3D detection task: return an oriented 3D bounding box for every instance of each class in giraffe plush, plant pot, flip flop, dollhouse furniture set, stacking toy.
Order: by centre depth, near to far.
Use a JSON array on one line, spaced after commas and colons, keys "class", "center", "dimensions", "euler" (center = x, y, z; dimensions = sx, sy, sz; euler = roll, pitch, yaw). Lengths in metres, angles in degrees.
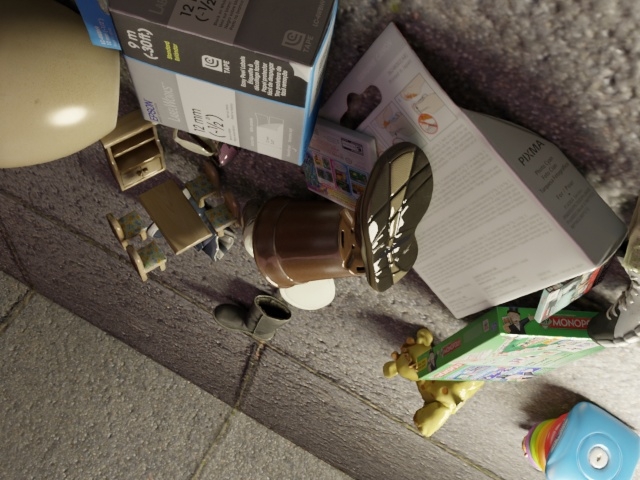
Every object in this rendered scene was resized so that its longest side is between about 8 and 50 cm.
[{"class": "flip flop", "center": [0.089, -0.030, 0.947], "dimensions": [0.080, 0.112, 0.277], "euler": [50, 161, 30]}, {"class": "plant pot", "center": [-0.423, -0.252, 1.081], "dimensions": [0.191, 0.284, 0.284], "euler": [1, 161, -20]}, {"class": "plant pot", "center": [0.000, 0.000, 1.156], "dimensions": [0.165, 0.167, 0.167], "euler": [-2, 139, 35]}, {"class": "dollhouse furniture set", "center": [-0.292, -0.094, 1.232], "dimensions": [0.242, 0.212, 0.161], "euler": [53, 160, 18]}, {"class": "stacking toy", "center": [0.493, 0.429, 1.405], "dimensions": [0.166, 0.175, 0.302], "euler": [33, 167, -2]}, {"class": "giraffe plush", "center": [0.226, 0.285, 1.413], "dimensions": [0.170, 0.181, 0.210], "euler": [46, 169, 19]}]

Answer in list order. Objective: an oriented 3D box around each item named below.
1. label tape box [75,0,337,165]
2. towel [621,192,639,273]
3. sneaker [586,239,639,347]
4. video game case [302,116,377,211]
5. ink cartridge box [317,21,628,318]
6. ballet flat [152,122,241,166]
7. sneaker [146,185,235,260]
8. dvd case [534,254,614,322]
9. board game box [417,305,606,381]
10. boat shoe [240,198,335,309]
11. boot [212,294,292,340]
[{"class": "label tape box", "center": [-0.168, -0.236, 0.857], "dimensions": [0.348, 0.115, 0.249], "euler": [14, 161, 0]}, {"class": "towel", "center": [0.436, 0.003, 0.787], "dimensions": [0.148, 0.027, 0.110], "euler": [12, 116, 25]}, {"class": "sneaker", "center": [0.421, 0.057, 0.909], "dimensions": [0.132, 0.086, 0.229], "euler": [40, 142, -7]}, {"class": "video game case", "center": [0.027, -0.111, 1.012], "dimensions": [0.157, 0.019, 0.143], "euler": [28, 144, 38]}, {"class": "ink cartridge box", "center": [0.174, -0.086, 0.942], "dimensions": [0.385, 0.091, 0.308], "euler": [50, 152, -1]}, {"class": "ballet flat", "center": [-0.229, -0.204, 1.118], "dimensions": [0.221, 0.079, 0.077], "euler": [40, 153, -16]}, {"class": "sneaker", "center": [-0.282, -0.014, 1.483], "dimensions": [0.163, 0.086, 0.226], "euler": [41, 150, -13]}, {"class": "dvd case", "center": [0.352, 0.062, 0.941], "dimensions": [0.013, 0.119, 0.087], "euler": [51, 165, 31]}, {"class": "board game box", "center": [0.320, 0.183, 1.140], "dimensions": [0.214, 0.046, 0.317], "euler": [5, 156, -14]}, {"class": "boat shoe", "center": [-0.060, 0.032, 1.331], "dimensions": [0.109, 0.091, 0.305], "euler": [-28, 138, 8]}, {"class": "boot", "center": [-0.178, 0.188, 1.729], "dimensions": [0.190, 0.076, 0.208], "euler": [18, 160, -5]}]
